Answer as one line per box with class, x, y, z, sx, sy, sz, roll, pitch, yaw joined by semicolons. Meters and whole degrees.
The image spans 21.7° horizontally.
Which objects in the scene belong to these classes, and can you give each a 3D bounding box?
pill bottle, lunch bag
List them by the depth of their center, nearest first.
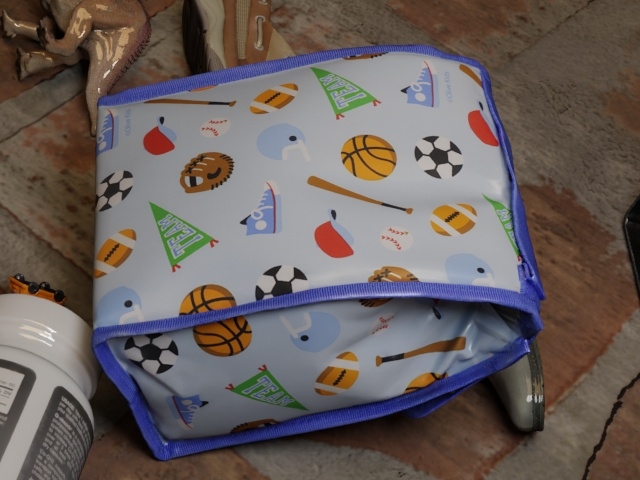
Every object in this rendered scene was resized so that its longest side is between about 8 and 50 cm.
pill bottle;-0.286;0.190;1.428;0.162;0.162;0.278;15;47;2
lunch bag;0.000;0.000;1.566;0.385;0.239;0.328;-14;49;7

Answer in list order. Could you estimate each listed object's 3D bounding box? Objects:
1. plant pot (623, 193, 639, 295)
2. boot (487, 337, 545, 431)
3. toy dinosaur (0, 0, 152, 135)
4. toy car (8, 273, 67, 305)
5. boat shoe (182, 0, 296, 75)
plant pot;0.445;0.003;1.741;0.167;0.188;0.187;13;46;-18
boot;0.121;0.103;1.658;0.161;0.083;0.246;-11;48;-8
toy dinosaur;-0.245;-0.263;1.872;0.200;0.127;0.295;-8;56;-27
toy car;-0.310;0.046;1.648;0.122;0.060;0.040;22;91;30
boat shoe;-0.079;-0.186;1.835;0.116;0.123;0.324;1;50;-14
